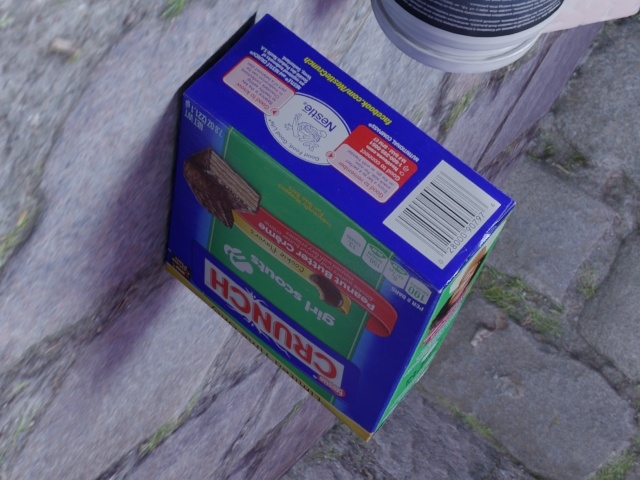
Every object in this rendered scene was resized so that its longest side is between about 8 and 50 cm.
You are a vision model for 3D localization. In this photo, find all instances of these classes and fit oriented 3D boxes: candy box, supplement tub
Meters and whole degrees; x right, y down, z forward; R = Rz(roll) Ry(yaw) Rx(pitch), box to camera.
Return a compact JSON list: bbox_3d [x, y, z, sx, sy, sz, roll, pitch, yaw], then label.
[{"bbox_3d":[0.000,0.000,1.276,0.122,0.268,0.317,-46,166,-26],"label":"candy box"},{"bbox_3d":[0.139,-0.282,1.222,0.191,0.191,0.272,-50,168,-23],"label":"supplement tub"}]

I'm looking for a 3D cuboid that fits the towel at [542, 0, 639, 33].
[{"bbox_3d":[0.308,-0.373,1.693,0.317,0.053,0.332,-14,148,-25],"label":"towel"}]
